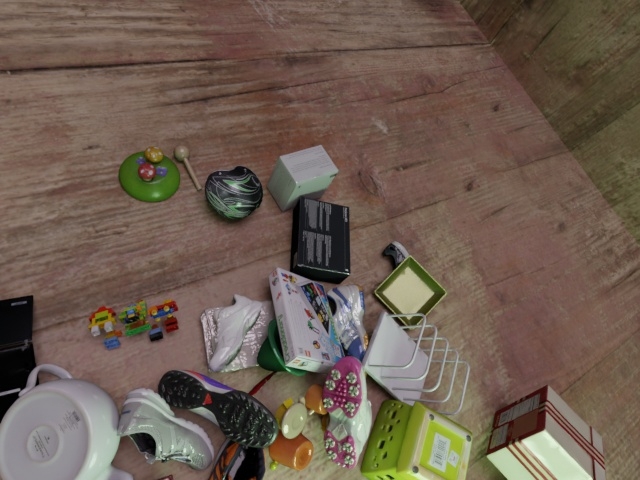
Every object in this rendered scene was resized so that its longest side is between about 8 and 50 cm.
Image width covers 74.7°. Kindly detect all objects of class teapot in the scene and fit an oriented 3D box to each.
[{"bbox_3d":[-0.544,0.417,0.920,0.252,0.187,0.256,4,80,7],"label":"teapot"}]

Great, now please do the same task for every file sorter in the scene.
[{"bbox_3d":[0.293,0.367,1.255,0.278,0.173,0.193,47,52,-25],"label":"file sorter"}]

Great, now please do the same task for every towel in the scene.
[{"bbox_3d":[-0.199,0.271,1.222,0.282,0.049,0.187,-5,68,-26],"label":"towel"}]

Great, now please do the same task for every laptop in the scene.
[{"bbox_3d":[-0.793,0.286,0.975,0.234,0.136,0.265,-9,94,-27],"label":"laptop"}]

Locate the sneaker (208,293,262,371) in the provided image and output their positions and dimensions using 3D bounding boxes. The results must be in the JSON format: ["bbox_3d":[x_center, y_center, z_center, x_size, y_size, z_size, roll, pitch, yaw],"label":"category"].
[{"bbox_3d":[-0.254,0.245,1.142,0.115,0.090,0.232,27,47,1],"label":"sneaker"}]

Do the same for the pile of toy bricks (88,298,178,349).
[{"bbox_3d":[-0.485,0.200,1.115,0.212,0.118,0.105,-17,42,-13],"label":"pile of toy bricks"}]

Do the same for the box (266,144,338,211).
[{"bbox_3d":[-0.065,-0.214,1.454,0.180,0.182,0.119,-23,73,-32],"label":"box"}]

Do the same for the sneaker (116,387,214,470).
[{"bbox_3d":[-0.361,0.465,0.962,0.281,0.105,0.115,53,27,-27],"label":"sneaker"}]

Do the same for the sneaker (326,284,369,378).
[{"bbox_3d":[0.081,0.288,1.319,0.130,0.112,0.297,-4,65,-2],"label":"sneaker"}]

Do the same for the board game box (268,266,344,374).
[{"bbox_3d":[-0.040,0.230,1.211,0.192,0.053,0.305,26,32,-37],"label":"board game box"}]

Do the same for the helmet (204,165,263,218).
[{"bbox_3d":[-0.280,-0.149,1.338,0.169,0.169,0.161,49,40,6],"label":"helmet"}]

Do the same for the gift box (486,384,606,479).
[{"bbox_3d":[0.687,0.651,1.293,0.258,0.276,0.255,46,39,9],"label":"gift box"}]

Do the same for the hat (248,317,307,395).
[{"bbox_3d":[-0.153,0.337,1.169,0.173,0.183,0.208,58,19,13],"label":"hat"}]

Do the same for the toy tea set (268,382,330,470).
[{"bbox_3d":[-0.025,0.475,1.158,0.336,0.124,0.200,-11,103,-47],"label":"toy tea set"}]

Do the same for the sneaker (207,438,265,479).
[{"bbox_3d":[-0.224,0.598,0.959,0.124,0.180,0.321,24,57,-11],"label":"sneaker"}]

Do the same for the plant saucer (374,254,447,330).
[{"bbox_3d":[0.309,0.182,1.462,0.188,0.045,0.188,-44,86,-9],"label":"plant saucer"}]

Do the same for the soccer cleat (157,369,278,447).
[{"bbox_3d":[-0.240,0.402,1.035,0.318,0.116,0.109,19,81,12],"label":"soccer cleat"}]

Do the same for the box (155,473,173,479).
[{"bbox_3d":[-0.431,0.610,0.879,0.256,0.123,0.128,-13,68,-20],"label":"box"}]

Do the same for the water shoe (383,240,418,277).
[{"bbox_3d":[0.308,0.099,1.535,0.080,0.073,0.203,-37,83,-6],"label":"water shoe"}]

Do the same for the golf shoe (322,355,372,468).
[{"bbox_3d":[0.079,0.434,1.107,0.140,0.115,0.307,-18,116,-55],"label":"golf shoe"}]

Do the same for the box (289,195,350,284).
[{"bbox_3d":[0.000,0.000,1.418,0.184,0.103,0.261,10,60,-15],"label":"box"}]

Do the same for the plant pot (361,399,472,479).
[{"bbox_3d":[0.280,0.590,1.171,0.227,0.207,0.228,32,57,-6],"label":"plant pot"}]

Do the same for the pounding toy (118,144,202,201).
[{"bbox_3d":[-0.504,-0.231,1.312,0.236,0.110,0.183,-18,73,-30],"label":"pounding toy"}]
